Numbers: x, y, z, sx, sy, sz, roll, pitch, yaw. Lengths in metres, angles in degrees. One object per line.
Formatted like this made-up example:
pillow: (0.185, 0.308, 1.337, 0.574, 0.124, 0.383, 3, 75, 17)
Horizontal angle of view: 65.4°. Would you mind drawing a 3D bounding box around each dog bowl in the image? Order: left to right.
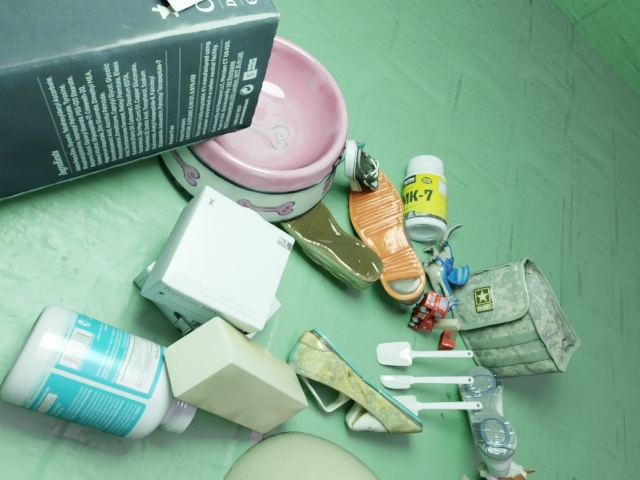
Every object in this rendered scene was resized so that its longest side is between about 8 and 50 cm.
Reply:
dog bowl: (-0.124, -0.246, 1.019, 0.408, 0.150, 0.408, 9, 67, -21)

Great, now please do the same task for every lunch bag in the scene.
lunch bag: (0.485, 0.199, 1.299, 0.169, 0.235, 0.287, -31, 93, -41)

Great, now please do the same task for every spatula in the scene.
spatula: (0.254, 0.321, 1.164, 0.242, 0.019, 0.168, 1, 65, -7)

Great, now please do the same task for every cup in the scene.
cup: (0.009, 0.501, 0.842, 0.331, 0.237, 0.331, 13, 66, -33)

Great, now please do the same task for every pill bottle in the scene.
pill bottle: (-0.320, 0.211, 0.761, 0.264, 0.146, 0.146, 30, 58, -24)
pill bottle: (0.278, -0.114, 1.335, 0.119, 0.119, 0.208, 21, 62, -29)

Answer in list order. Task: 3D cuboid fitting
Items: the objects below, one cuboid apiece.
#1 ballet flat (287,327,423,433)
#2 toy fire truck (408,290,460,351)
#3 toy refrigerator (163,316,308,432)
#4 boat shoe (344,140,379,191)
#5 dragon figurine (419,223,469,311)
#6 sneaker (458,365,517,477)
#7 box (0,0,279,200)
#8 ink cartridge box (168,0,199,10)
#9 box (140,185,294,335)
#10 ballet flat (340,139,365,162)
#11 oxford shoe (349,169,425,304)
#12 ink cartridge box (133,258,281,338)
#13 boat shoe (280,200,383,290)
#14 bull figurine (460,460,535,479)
ballet flat: (0.067, 0.324, 1.039, 0.348, 0.123, 0.123, 43, 54, -17)
toy fire truck: (0.289, 0.201, 1.219, 0.135, 0.192, 0.047, 21, 57, 4)
toy refrigerator: (-0.131, 0.230, 0.831, 0.269, 0.102, 0.094, 51, 7, -51)
boat shoe: (0.098, -0.165, 1.123, 0.219, 0.070, 0.078, 41, 56, -75)
dragon figurine: (0.336, 0.079, 1.325, 0.144, 0.085, 0.289, 53, 42, -10)
sneaker: (0.398, 0.430, 1.213, 0.297, 0.111, 0.129, -74, 156, -58)
box: (-0.388, -0.364, 0.719, 0.471, 0.297, 0.480, -24, 79, -22)
ink cartridge box: (-0.188, -0.411, 0.622, 0.189, 0.066, 0.232, -41, 108, -28)
box: (-0.167, 0.042, 0.831, 0.181, 0.119, 0.182, 32, 58, -22)
ballet flat: (0.072, -0.239, 1.282, 0.114, 0.041, 0.041, -38, 97, -40)
oxford shoe: (0.158, -0.008, 1.232, 0.133, 0.130, 0.364, 57, 18, -66)
ink cartridge box: (-0.202, 0.097, 0.923, 0.219, 0.092, 0.160, 51, 52, -10)
boat shoe: (0.000, 0.000, 1.108, 0.302, 0.098, 0.109, 39, 59, 3)
bull figurine: (0.417, 0.640, 1.180, 0.188, 0.101, 0.310, 32, 51, -15)
